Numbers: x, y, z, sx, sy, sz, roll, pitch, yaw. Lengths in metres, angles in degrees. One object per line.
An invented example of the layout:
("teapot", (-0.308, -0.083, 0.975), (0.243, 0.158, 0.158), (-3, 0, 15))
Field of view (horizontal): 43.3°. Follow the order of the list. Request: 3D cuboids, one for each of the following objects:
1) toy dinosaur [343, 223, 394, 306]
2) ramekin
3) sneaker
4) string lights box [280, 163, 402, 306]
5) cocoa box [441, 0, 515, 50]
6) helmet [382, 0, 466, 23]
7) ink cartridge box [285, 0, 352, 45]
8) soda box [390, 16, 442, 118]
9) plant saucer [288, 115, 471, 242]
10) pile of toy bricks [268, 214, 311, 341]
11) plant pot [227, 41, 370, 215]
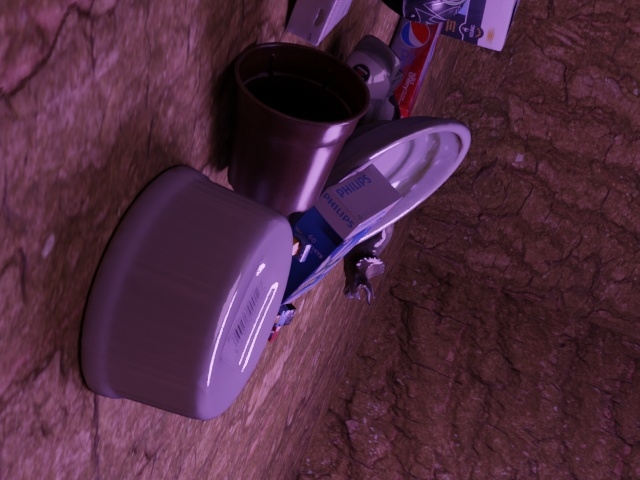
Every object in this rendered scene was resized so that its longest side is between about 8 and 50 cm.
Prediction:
("toy dinosaur", (0.102, -0.024, 1.843), (0.121, 0.160, 0.313), (7, 103, -79))
("ramekin", (-0.136, 0.067, 0.912), (0.277, 0.135, 0.277), (20, 90, -79))
("sneaker", (0.062, -0.238, 1.458), (0.146, 0.122, 0.330), (-50, 167, -6))
("string lights box", (0.000, 0.000, 1.279), (0.133, 0.076, 0.259), (-32, 169, -49))
("cocoa box", (0.355, -0.643, 1.817), (0.347, 0.228, 0.231), (84, 27, -66))
("helmet", (0.200, -0.480, 1.496), (0.169, 0.161, 0.169), (-22, 133, -26))
("ink cartridge box", (0.009, -0.333, 1.097), (0.088, 0.052, 0.122), (-62, 179, 42))
("soda box", (0.201, -0.411, 1.828), (0.083, 0.092, 0.263), (54, 56, -79))
("plant saucer", (0.076, -0.110, 1.439), (0.400, 0.100, 0.400), (-28, 162, -10))
("pile of toy bricks", (-0.102, 0.062, 1.206), (0.105, 0.118, 0.212), (-4, 128, -43))
("plant pot", (-0.041, -0.130, 1.004), (0.167, 0.167, 0.165), (-58, 170, -49))
